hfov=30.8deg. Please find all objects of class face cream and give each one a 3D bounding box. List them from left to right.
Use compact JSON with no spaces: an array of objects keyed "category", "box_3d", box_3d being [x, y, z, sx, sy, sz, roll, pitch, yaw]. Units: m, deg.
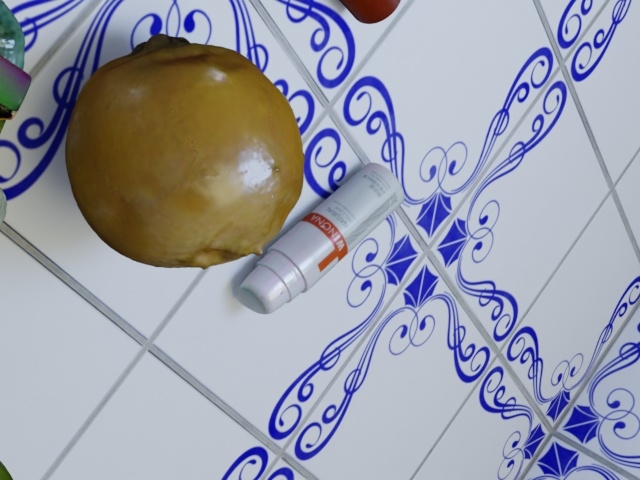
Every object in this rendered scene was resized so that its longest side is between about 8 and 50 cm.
[{"category":"face cream","box_3d":[0.000,0.000,2.015,0.345,0.102,0.102,-43,139,-26]},{"category":"face cream","box_3d":[0.042,-0.431,1.802,0.096,0.096,0.214,-58,143,-5]}]

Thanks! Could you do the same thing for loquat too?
[{"category":"loquat","box_3d":[-0.182,-0.114,1.559,0.328,0.328,0.328,-27,131,-37]}]

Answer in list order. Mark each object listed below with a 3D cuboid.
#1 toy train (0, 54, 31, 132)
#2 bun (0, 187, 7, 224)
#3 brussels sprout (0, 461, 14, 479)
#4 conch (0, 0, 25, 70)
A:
[{"category":"toy train","box_3d":[-0.467,-0.189,1.255,0.296,0.100,0.160,33,120,-22]},{"category":"bun","box_3d":[-0.484,-0.032,1.364,0.220,0.220,0.134,-36,112,-30]},{"category":"brussels sprout","box_3d":[-0.549,0.359,1.457,0.371,0.276,0.314,26,90,-34]},{"category":"conch","box_3d":[-0.436,-0.229,1.358,0.176,0.122,0.188,-16,124,-18]}]
